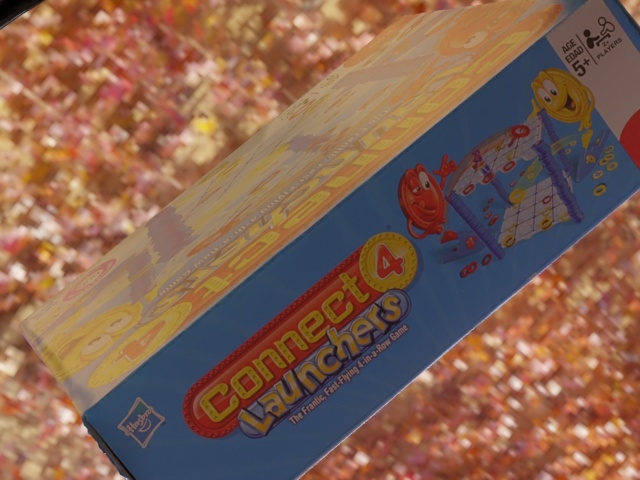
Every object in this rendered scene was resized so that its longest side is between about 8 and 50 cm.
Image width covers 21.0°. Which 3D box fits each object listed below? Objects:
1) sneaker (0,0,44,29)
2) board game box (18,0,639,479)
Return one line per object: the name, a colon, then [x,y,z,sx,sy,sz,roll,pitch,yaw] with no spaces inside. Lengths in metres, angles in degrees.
sneaker: [-0.090,-0.195,0.577,0.202,0.185,0.483,15,-114,30]
board game box: [0.000,0.000,0.897,0.308,0.086,0.302,-40,-167,-9]
